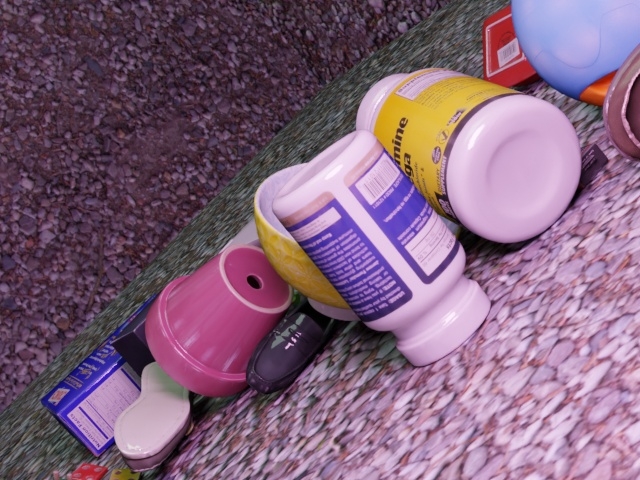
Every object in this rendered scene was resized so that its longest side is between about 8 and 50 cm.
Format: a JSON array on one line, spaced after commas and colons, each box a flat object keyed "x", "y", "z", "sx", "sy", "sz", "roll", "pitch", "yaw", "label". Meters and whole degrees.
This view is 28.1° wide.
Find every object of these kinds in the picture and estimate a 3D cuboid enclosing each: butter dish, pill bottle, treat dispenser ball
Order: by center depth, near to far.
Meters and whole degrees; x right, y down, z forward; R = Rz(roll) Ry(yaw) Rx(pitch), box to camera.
[{"x": 0.077, "y": 0.012, "z": 1.525, "sx": 0.153, "sy": 0.265, "sz": 0.153, "roll": -37, "pitch": 11, "yaw": 8, "label": "pill bottle"}, {"x": 0.400, "y": -0.321, "z": 1.706, "sx": 0.288, "sy": 0.288, "sz": 0.288, "roll": -38, "pitch": 11, "yaw": 9, "label": "treat dispenser ball"}, {"x": 0.181, "y": -0.127, "z": 1.712, "sx": 0.188, "sy": 0.188, "sz": 0.334, "roll": -42, "pitch": 28, "yaw": -8, "label": "pill bottle"}, {"x": 0.381, "y": -0.347, "z": 2.340, "sx": 0.160, "sy": 0.118, "sz": 0.160, "roll": -22, "pitch": 61, "yaw": 53, "label": "butter dish"}]

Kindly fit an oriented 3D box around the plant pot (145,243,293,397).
[{"x": -0.139, "y": 0.109, "z": 1.946, "sx": 0.180, "sy": 0.201, "sz": 0.201, "roll": -48, "pitch": 4, "yaw": 36, "label": "plant pot"}]

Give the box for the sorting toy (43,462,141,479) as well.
[{"x": -0.371, "y": 0.386, "z": 1.892, "sx": 0.132, "sy": 0.046, "sz": 0.274, "roll": 7, "pitch": 23, "yaw": 26, "label": "sorting toy"}]

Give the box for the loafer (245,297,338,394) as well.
[{"x": -0.034, "y": 0.137, "z": 1.861, "sx": 0.223, "sy": 0.076, "sz": 0.078, "roll": -46, "pitch": -10, "yaw": -43, "label": "loafer"}]

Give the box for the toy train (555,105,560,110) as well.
[{"x": 0.288, "y": -0.161, "z": 1.916, "sx": 0.080, "sy": 0.105, "sz": 0.184, "roll": -45, "pitch": 12, "yaw": -24, "label": "toy train"}]

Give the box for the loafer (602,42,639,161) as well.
[{"x": 0.479, "y": -0.220, "z": 1.437, "sx": 0.366, "sy": 0.134, "sz": 0.130, "roll": -38, "pitch": 11, "yaw": 9, "label": "loafer"}]

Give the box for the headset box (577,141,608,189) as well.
[{"x": 0.334, "y": -0.092, "z": 1.685, "sx": 0.062, "sy": 0.032, "sz": 0.083, "roll": -46, "pitch": 11, "yaw": -27, "label": "headset box"}]

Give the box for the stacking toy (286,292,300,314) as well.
[{"x": -0.071, "y": 0.036, "z": 2.250, "sx": 0.167, "sy": 0.052, "sz": 0.221, "roll": 17, "pitch": 49, "yaw": 35, "label": "stacking toy"}]

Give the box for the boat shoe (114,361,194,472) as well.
[{"x": -0.249, "y": 0.285, "z": 1.988, "sx": 0.109, "sy": 0.091, "sz": 0.305, "roll": -1, "pitch": 19, "yaw": 4, "label": "boat shoe"}]

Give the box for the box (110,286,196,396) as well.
[{"x": -0.251, "y": 0.177, "z": 2.234, "sx": 0.093, "sy": 0.158, "sz": 0.156, "roll": -28, "pitch": 16, "yaw": 49, "label": "box"}]

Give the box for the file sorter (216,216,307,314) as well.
[{"x": 0.000, "y": 0.000, "z": 2.059, "sx": 0.193, "sy": 0.173, "sz": 0.277, "roll": -47, "pitch": 13, "yaw": -28, "label": "file sorter"}]

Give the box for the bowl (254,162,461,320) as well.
[{"x": 0.045, "y": 0.019, "z": 1.801, "sx": 0.289, "sy": 0.289, "sz": 0.156, "roll": -59, "pitch": -21, "yaw": -59, "label": "bowl"}]

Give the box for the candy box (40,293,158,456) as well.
[{"x": -0.366, "y": 0.249, "z": 2.430, "sx": 0.317, "sy": 0.122, "sz": 0.268, "roll": -42, "pitch": 12, "yaw": -15, "label": "candy box"}]
